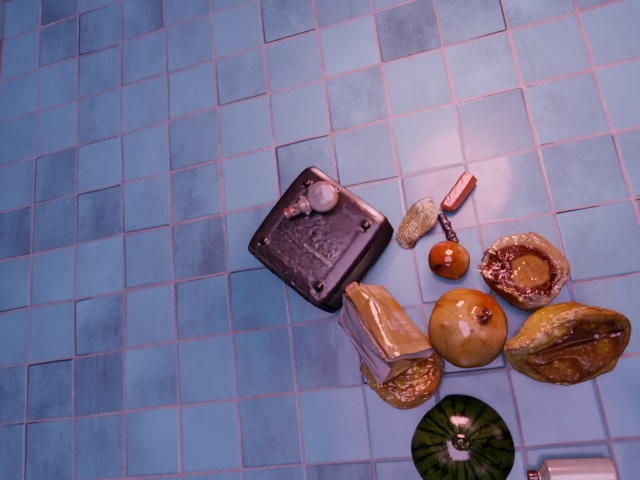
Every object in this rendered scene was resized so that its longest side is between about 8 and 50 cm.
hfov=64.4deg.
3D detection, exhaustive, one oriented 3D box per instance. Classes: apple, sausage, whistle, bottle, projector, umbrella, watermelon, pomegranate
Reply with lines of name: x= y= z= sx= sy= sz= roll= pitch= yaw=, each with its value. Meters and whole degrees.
apple: x=0.443 y=0.073 z=1.766 sx=0.146 sy=0.146 sz=0.147 roll=-4 pitch=76 yaw=16
sausage: x=0.497 y=-0.168 z=1.849 sx=0.065 sy=0.065 sz=0.169 roll=36 pitch=89 yaw=21
whistle: x=-0.027 y=-0.132 z=1.750 sx=0.220 sy=0.057 sz=0.107 roll=-25 pitch=85 yaw=15
bottle: x=0.758 y=0.717 z=1.541 sx=0.245 sy=0.104 sz=0.104 roll=-9 pitch=75 yaw=14
projector: x=0.000 y=0.000 z=1.865 sx=0.395 sy=0.242 sz=0.405 roll=37 pitch=90 yaw=20
umbrella: x=0.466 y=-0.034 z=1.841 sx=0.037 sy=0.040 sz=0.144 roll=-13 pitch=69 yaw=-22
watermelon: x=0.446 y=0.669 z=1.610 sx=0.330 sy=0.189 sz=0.331 roll=-5 pitch=77 yaw=22
pomegranate: x=0.474 y=0.283 z=1.641 sx=0.264 sy=0.264 sz=0.265 roll=-4 pitch=76 yaw=16

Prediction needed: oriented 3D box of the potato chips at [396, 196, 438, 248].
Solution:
potato chips: x=0.363 y=-0.065 z=1.878 sx=0.142 sy=0.026 sz=0.209 roll=12 pitch=83 yaw=33

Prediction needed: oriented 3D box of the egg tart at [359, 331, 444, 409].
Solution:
egg tart: x=0.279 y=0.435 z=1.745 sx=0.296 sy=0.132 sz=0.297 roll=-6 pitch=57 yaw=9

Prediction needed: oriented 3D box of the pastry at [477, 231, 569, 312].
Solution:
pastry: x=0.669 y=0.112 z=1.686 sx=0.236 sy=0.170 sz=0.256 roll=-40 pitch=59 yaw=-17

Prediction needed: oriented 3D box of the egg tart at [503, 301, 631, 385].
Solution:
egg tart: x=0.763 y=0.309 z=1.571 sx=0.351 sy=0.339 sz=0.153 roll=-45 pitch=26 yaw=26

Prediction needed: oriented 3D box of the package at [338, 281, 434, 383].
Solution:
package: x=0.201 y=0.282 z=1.706 sx=0.221 sy=0.165 sz=0.311 roll=-27 pitch=49 yaw=-8
